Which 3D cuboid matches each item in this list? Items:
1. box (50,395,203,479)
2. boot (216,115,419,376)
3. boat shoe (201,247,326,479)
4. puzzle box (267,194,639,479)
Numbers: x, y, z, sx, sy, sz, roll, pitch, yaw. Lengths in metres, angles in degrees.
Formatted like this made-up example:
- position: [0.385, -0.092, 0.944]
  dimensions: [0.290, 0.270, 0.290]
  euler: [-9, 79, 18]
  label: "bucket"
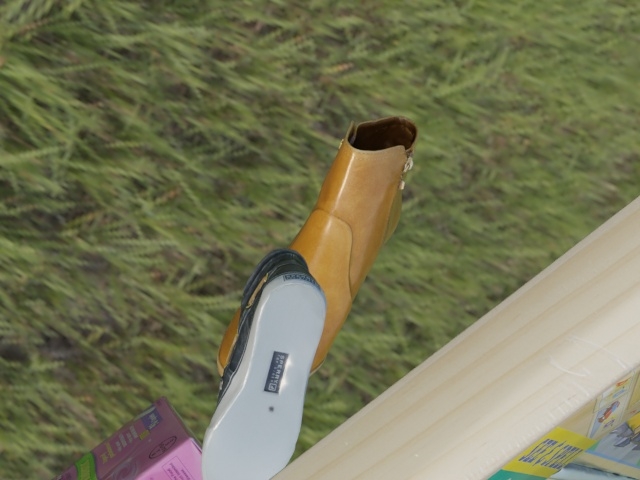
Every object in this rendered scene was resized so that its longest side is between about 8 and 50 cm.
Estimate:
- position: [-0.218, 0.302, 1.440]
  dimensions: [0.243, 0.213, 0.117]
  euler: [-37, 103, -8]
  label: "box"
- position: [0.001, 0.000, 1.311]
  dimensions: [0.295, 0.104, 0.211]
  euler: [-46, 158, -53]
  label: "boot"
- position: [-0.041, 0.098, 0.994]
  dimensions: [0.065, 0.083, 0.183]
  euler: [17, 106, -12]
  label: "boat shoe"
- position: [0.126, 0.098, 0.672]
  dimensions: [0.272, 0.052, 0.409]
  euler: [-39, 158, 10]
  label: "puzzle box"
